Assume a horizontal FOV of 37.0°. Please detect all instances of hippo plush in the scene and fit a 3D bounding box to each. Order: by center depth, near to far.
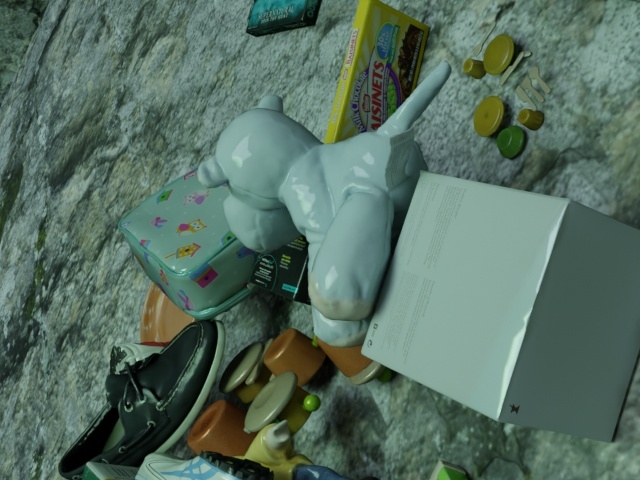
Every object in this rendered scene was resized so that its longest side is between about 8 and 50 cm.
[{"bbox_3d":[-0.018,-0.035,1.016,0.294,0.236,0.234,86,-152,-49],"label":"hippo plush"}]

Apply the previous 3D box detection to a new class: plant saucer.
[{"bbox_3d":[-0.235,0.115,1.570,0.200,0.037,0.200,-30,51,47],"label":"plant saucer"}]

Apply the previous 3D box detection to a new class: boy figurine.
[{"bbox_3d":[-0.044,0.280,1.043,0.285,0.092,0.177,0,101,51],"label":"boy figurine"}]

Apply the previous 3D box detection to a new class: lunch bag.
[{"bbox_3d":[-0.145,-0.012,1.361,0.224,0.108,0.279,-34,33,-17],"label":"lunch bag"}]

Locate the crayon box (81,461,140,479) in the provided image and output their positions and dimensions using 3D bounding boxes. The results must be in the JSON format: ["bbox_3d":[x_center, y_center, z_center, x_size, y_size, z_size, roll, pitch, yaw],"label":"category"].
[{"bbox_3d":[-0.155,0.374,1.181,0.323,0.203,0.083,13,87,57],"label":"crayon box"}]

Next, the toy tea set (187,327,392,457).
[{"bbox_3d":[-0.030,0.205,1.195,0.336,0.124,0.200,-30,22,50],"label":"toy tea set"}]

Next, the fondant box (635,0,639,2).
[{"bbox_3d":[0.221,-0.390,0.865,0.096,0.330,0.238,36,106,57],"label":"fondant box"}]

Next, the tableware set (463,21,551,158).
[{"bbox_3d":[0.204,-0.166,1.072,0.104,0.024,0.154,-57,37,28],"label":"tableware set"}]

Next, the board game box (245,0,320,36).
[{"bbox_3d":[-0.053,-0.402,1.550,0.186,0.026,0.126,7,82,57],"label":"board game box"}]

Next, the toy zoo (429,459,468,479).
[{"bbox_3d":[0.113,0.349,0.861,0.293,0.030,0.192,-117,50,-75],"label":"toy zoo"}]

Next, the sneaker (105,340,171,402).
[{"bbox_3d":[-0.266,0.250,1.497,0.279,0.118,0.107,113,142,-51],"label":"sneaker"}]

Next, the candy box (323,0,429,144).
[{"bbox_3d":[0.071,-0.190,1.199,0.027,0.105,0.206,6,80,56],"label":"candy box"}]

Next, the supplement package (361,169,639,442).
[{"bbox_3d":[0.176,0.057,0.890,0.203,0.149,0.194,19,91,57],"label":"supplement package"}]

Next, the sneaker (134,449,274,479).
[{"bbox_3d":[-0.125,0.266,1.005,0.237,0.085,0.086,-19,56,53],"label":"sneaker"}]

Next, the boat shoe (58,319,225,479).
[{"bbox_3d":[-0.255,0.227,1.321,0.340,0.113,0.127,-50,29,27],"label":"boat shoe"}]

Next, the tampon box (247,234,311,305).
[{"bbox_3d":[0.000,0.000,1.218,0.120,0.101,0.161,18,90,56],"label":"tampon box"}]
